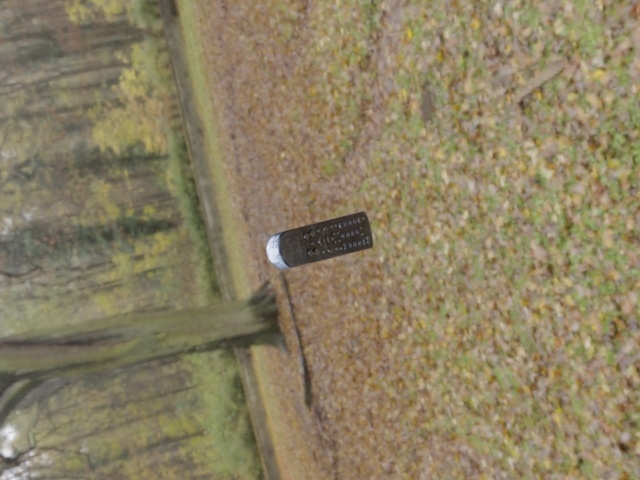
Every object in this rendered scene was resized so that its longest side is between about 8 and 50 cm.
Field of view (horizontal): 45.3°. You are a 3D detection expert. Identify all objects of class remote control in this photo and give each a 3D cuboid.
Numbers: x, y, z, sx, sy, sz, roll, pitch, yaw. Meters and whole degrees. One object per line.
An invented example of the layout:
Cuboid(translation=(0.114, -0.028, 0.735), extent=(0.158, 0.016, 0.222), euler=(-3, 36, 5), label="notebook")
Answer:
Cuboid(translation=(0.001, 0.000, 0.806), extent=(0.027, 0.152, 0.044), euler=(-21, 85, 43), label="remote control")
